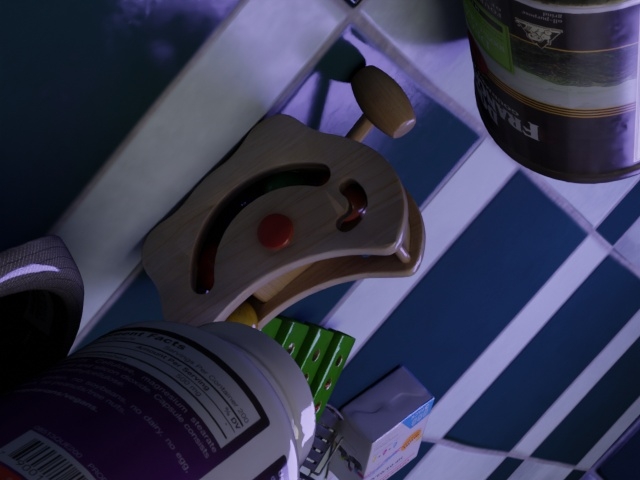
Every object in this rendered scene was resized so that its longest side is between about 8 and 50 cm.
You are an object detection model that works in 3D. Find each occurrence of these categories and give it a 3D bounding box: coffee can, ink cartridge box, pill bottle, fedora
[{"bbox_3d":[0.210,-0.194,1.116,0.201,0.201,0.275,-42,155,-9],"label":"coffee can"},{"bbox_3d":[0.071,0.246,1.743,0.104,0.061,0.181,-32,153,-27],"label":"ink cartridge box"},{"bbox_3d":[-0.133,0.162,0.873,0.323,0.181,0.181,-31,154,-56],"label":"pill bottle"},{"bbox_3d":[-0.268,0.070,0.848,0.275,0.124,0.243,-34,159,-52],"label":"fedora"}]

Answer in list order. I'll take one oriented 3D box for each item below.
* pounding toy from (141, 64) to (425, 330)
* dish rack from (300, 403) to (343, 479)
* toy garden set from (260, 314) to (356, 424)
[{"bbox_3d":[0.000,0.000,1.138,0.269,0.154,0.155,-45,156,-1],"label":"pounding toy"},{"bbox_3d":[-0.048,0.306,1.584,0.271,0.074,0.208,-59,158,-6],"label":"dish rack"},{"bbox_3d":[-0.068,0.166,1.382,0.203,0.049,0.244,-65,157,0],"label":"toy garden set"}]
